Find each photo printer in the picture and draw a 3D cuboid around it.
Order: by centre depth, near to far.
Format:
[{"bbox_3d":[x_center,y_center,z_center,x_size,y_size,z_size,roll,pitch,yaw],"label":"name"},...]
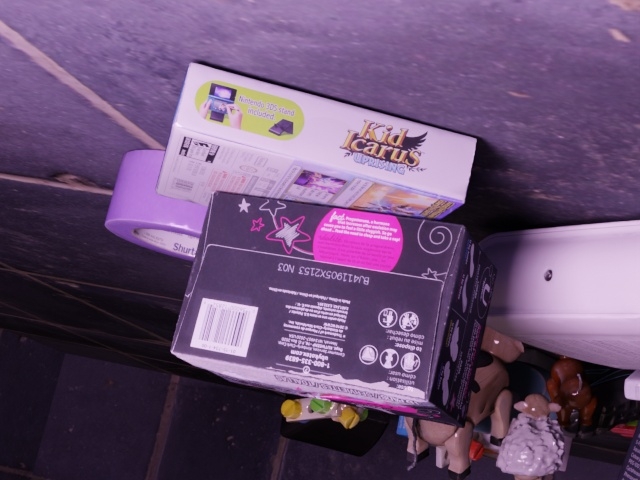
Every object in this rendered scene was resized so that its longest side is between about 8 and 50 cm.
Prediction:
[{"bbox_3d":[0.306,0.061,1.322,0.256,0.107,0.307,18,168,-28],"label":"photo printer"}]

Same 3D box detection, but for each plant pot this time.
[{"bbox_3d":[0.049,0.300,2.620,0.187,0.188,0.167,18,156,-19],"label":"plant pot"}]

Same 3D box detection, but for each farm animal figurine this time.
[{"bbox_3d":[0.196,0.173,1.797,0.330,0.172,0.327,8,-150,23],"label":"farm animal figurine"}]

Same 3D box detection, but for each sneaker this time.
[{"bbox_3d":[0.462,0.216,1.962,0.267,0.106,0.101,-3,135,-5],"label":"sneaker"}]

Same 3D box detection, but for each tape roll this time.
[{"bbox_3d":[-0.132,-0.030,1.455,0.189,0.080,0.189,12,168,2],"label":"tape roll"}]

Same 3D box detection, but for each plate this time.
[{"bbox_3d":[0.259,0.215,1.922,0.188,0.024,0.188,-3,-153,1],"label":"plate"}]

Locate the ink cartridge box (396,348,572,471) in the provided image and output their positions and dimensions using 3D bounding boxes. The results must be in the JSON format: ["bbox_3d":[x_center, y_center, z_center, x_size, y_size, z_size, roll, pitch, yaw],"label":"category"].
[{"bbox_3d":[0.278,0.266,2.189,0.233,0.168,0.171,2,163,42],"label":"ink cartridge box"}]

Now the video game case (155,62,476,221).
[{"bbox_3d":[-0.016,-0.065,1.199,0.244,0.061,0.269,15,168,-8],"label":"video game case"}]

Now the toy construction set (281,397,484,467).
[{"bbox_3d":[0.110,0.235,2.079,0.328,0.215,0.151,20,176,27],"label":"toy construction set"}]

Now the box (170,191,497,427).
[{"bbox_3d":[0.017,0.065,1.224,0.247,0.163,0.142,8,166,23],"label":"box"}]

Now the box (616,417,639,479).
[{"bbox_3d":[0.533,0.360,1.659,0.294,0.395,0.212,19,-179,-14],"label":"box"}]

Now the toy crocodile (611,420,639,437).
[{"bbox_3d":[0.504,0.273,2.130,0.341,0.105,0.115,19,167,-28],"label":"toy crocodile"}]

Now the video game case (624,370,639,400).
[{"bbox_3d":[0.465,0.141,1.464,0.206,0.026,0.227,2,-169,30],"label":"video game case"}]
